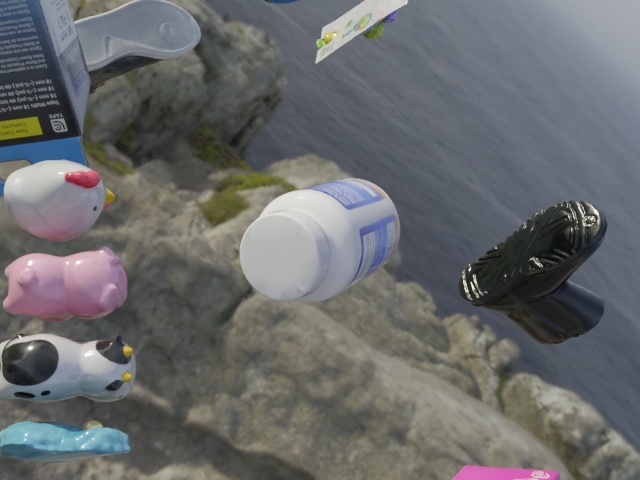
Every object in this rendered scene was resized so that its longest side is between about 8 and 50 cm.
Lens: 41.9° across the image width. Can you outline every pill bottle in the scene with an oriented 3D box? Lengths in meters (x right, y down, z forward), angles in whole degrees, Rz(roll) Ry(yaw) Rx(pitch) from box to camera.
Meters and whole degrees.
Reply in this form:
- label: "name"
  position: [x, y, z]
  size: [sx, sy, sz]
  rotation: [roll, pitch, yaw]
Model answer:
- label: "pill bottle"
  position: [0.000, 0.000, 1.151]
  size: [0.152, 0.152, 0.272]
  rotation: [47, 24, 10]

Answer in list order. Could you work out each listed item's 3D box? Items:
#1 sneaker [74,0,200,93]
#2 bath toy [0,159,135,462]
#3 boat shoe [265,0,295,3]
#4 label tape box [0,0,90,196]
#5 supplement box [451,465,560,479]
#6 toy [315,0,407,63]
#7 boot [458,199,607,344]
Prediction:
- label: "sneaker"
  position: [-0.338, -0.311, 1.373]
  size: [0.295, 0.146, 0.105]
  rotation: [-30, 95, -45]
- label: "bath toy"
  position: [-0.277, 0.067, 0.941]
  size: [0.151, 0.129, 0.348]
  rotation: [11, 67, -47]
- label: "boat shoe"
  position: [0.024, -0.375, 1.027]
  size: [0.109, 0.258, 0.089]
  rotation: [59, -5, -25]
- label: "label tape box"
  position: [-0.441, -0.228, 1.091]
  size: [0.106, 0.240, 0.334]
  rotation: [-89, 171, -60]
- label: "supplement box"
  position: [0.194, 0.360, 0.870]
  size: [0.111, 0.113, 0.220]
  rotation: [-17, 99, -59]
- label: "toy"
  position: [0.099, -0.449, 1.733]
  size: [0.056, 0.237, 0.137]
  rotation: [45, 37, -32]
- label: "boot"
  position: [0.355, 0.055, 1.221]
  size: [0.207, 0.246, 0.094]
  rotation: [26, 43, -33]
